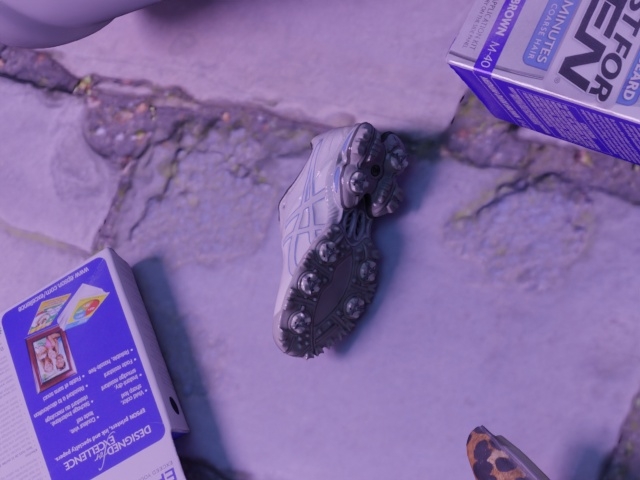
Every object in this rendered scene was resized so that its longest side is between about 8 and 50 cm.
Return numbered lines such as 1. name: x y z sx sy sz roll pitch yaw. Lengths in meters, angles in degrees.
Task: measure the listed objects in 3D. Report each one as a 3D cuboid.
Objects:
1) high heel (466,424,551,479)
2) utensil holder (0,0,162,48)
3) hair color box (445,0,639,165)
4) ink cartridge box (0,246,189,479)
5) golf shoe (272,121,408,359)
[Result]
1. high heel: 0.109 0.258 1.158 0.186 0.093 0.261 -35 68 4
2. utensil holder: -0.091 -0.340 1.336 0.385 0.327 0.328 -14 65 29
3. hair color box: 0.272 -0.131 1.222 0.338 0.110 0.185 21 81 30
4. ink cartridge box: -0.201 0.142 1.396 0.206 0.045 0.208 -30 59 14
5. golf shoe: 0.000 0.000 1.349 0.086 0.069 0.176 8 70 50
